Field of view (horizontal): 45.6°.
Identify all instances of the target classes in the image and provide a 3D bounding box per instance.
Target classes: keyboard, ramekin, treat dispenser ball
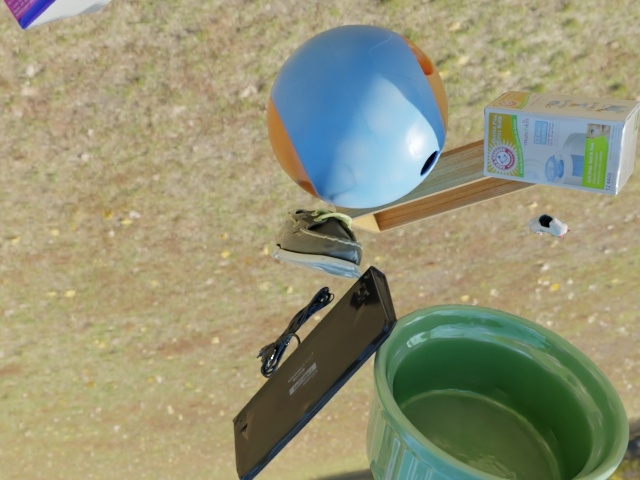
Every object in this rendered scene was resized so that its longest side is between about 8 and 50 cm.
[{"bbox_3d":[-0.017,0.159,0.998,0.033,0.201,0.317,30,114,-26],"label":"keyboard"},{"bbox_3d":[0.199,0.229,0.933,0.303,0.303,0.148,-3,125,-21],"label":"ramekin"},{"bbox_3d":[0.059,-0.195,1.209,0.288,0.288,0.288,-9,161,-3],"label":"treat dispenser ball"}]

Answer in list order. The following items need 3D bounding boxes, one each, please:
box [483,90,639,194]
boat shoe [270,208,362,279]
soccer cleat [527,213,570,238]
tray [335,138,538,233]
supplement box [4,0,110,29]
[{"bbox_3d":[0.355,-0.150,1.132,0.203,0.114,0.103,13,-149,30],"label":"box"},{"bbox_3d":[-0.004,-0.002,1.088,0.109,0.091,0.305,20,177,-14],"label":"boat shoe"},{"bbox_3d":[0.301,-0.024,1.021,0.035,0.029,0.083,38,179,-19],"label":"soccer cleat"},{"bbox_3d":[0.249,-0.111,1.405,0.411,0.076,0.203,-18,167,22],"label":"tray"},{"bbox_3d":[-0.280,-0.333,0.728,0.114,0.220,0.111,-24,-169,35],"label":"supplement box"}]
